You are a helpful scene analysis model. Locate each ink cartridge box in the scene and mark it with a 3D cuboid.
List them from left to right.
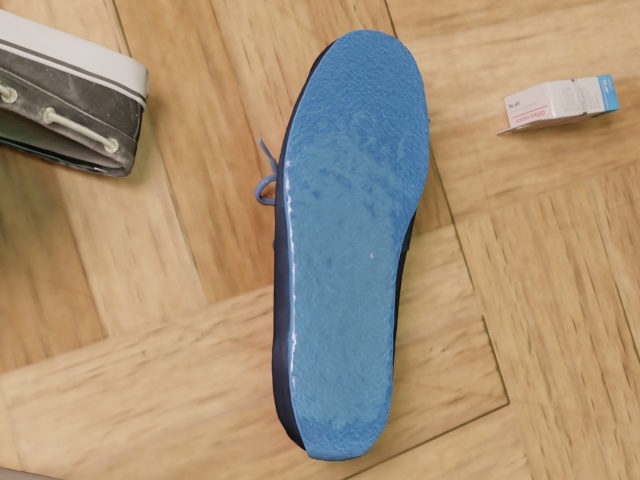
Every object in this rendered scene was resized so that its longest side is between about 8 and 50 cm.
[{"bbox_3d":[0.171,-0.100,0.787,0.083,0.048,0.028,-11,87,-31],"label":"ink cartridge box"}]

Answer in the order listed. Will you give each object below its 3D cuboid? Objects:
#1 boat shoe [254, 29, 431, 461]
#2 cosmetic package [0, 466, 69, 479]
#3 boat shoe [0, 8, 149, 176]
[{"bbox_3d":[0.000,0.000,0.655,0.109,0.089,0.258,15,80,-14],"label":"boat shoe"},{"bbox_3d":[-0.143,0.181,0.419,0.153,0.296,0.129,-27,96,-29],"label":"cosmetic package"},{"bbox_3d":[-0.194,-0.084,0.560,0.219,0.078,0.070,13,74,-29],"label":"boat shoe"}]
